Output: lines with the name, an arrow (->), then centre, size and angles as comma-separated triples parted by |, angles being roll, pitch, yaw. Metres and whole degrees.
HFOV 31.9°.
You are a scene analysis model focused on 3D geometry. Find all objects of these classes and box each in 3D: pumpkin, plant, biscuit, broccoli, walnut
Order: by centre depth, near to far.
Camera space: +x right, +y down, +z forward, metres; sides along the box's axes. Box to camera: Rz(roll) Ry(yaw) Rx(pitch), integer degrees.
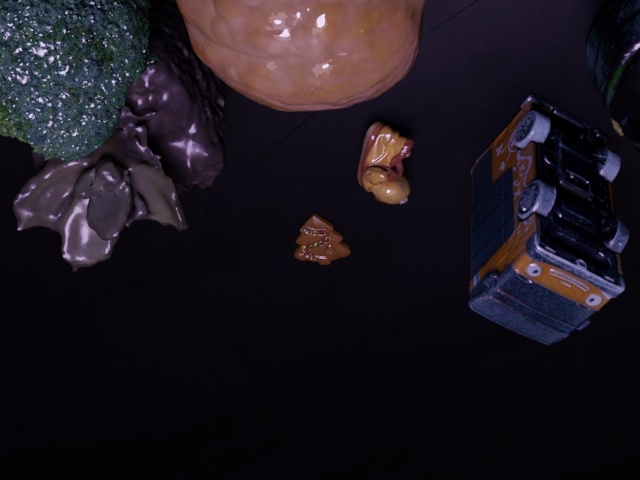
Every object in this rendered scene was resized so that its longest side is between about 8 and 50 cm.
broccoli -> -0.319, -0.215, 1.137 | 0.269, 0.254, 0.269 | 23, 171, 4
walnut -> -0.010, -0.281, 1.161 | 0.285, 0.285, 0.297 | 9, 97, -2
pumpkin -> 0.422, -0.193, 1.208 | 0.247, 0.248, 0.248 | 3, 132, 4
plant -> -0.232, -0.125, 1.293 | 0.215, 0.312, 0.213 | -14, 127, 21
biscuit -> 0.000, 0.000, 1.577 | 0.082, 0.016, 0.092 | -1, 134, 8

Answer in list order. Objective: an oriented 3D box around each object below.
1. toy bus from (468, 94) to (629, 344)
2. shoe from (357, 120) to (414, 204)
toy bus -> 0.267, -0.023, 1.351 | 0.138, 0.275, 0.167 | 25, 132, -16
shoe -> 0.085, -0.096, 1.440 | 0.069, 0.072, 0.109 | 22, 113, 26
